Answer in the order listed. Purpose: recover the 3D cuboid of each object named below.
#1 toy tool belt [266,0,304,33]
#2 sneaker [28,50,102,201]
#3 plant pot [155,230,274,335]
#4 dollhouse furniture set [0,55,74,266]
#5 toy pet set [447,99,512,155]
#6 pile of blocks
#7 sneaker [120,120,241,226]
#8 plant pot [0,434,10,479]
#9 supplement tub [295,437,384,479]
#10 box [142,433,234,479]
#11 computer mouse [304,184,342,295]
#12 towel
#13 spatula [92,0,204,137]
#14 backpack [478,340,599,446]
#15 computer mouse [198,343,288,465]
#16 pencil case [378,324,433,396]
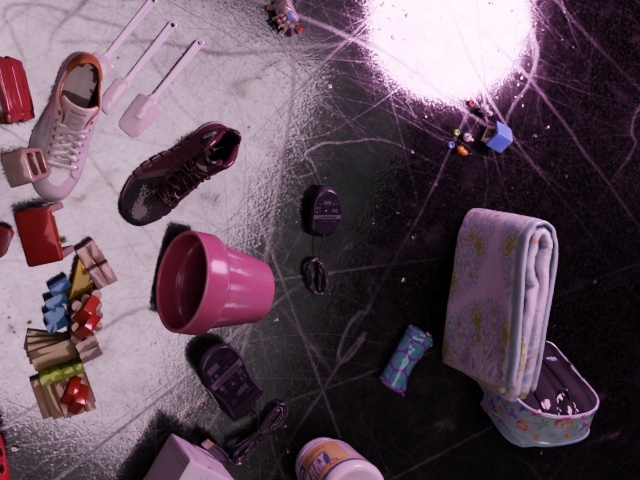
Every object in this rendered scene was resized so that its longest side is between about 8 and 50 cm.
[{"bbox_3d":[-0.073,-0.453,1.767,0.051,0.052,0.083,-23,103,15],"label":"toy tool belt"},{"bbox_3d":[-0.471,-0.207,1.594,0.106,0.123,0.290,11,99,-23],"label":"sneaker"},{"bbox_3d":[-0.200,0.091,1.712,0.180,0.201,0.201,10,93,-38],"label":"plant pot"},{"bbox_3d":[-0.590,-0.123,1.509,0.202,0.152,0.373,-12,99,0],"label":"dollhouse furniture set"},{"bbox_3d":[0.368,-0.241,1.950,0.114,0.065,0.122,26,87,-22],"label":"toy pet set"},{"bbox_3d":[-0.478,0.176,1.646,0.149,0.113,0.361,8,93,-22],"label":"pile of blocks"},{"bbox_3d":[-0.263,-0.133,1.664,0.281,0.162,0.106,-45,109,-11],"label":"sneaker"},{"bbox_3d":[-0.663,0.384,1.559,0.191,0.191,0.174,-3,94,-21],"label":"plant pot"},{"bbox_3d":[0.036,0.508,1.838,0.145,0.200,0.144,-2,97,-22],"label":"supplement tub"},{"bbox_3d":[-0.277,0.512,1.726,0.119,0.181,0.181,33,84,-22],"label":"box"},{"bbox_3d":[0.000,0.000,1.856,0.071,0.041,0.241,2,102,-23],"label":"computer mouse"},{"bbox_3d":[0.372,0.125,1.859,0.090,0.320,0.374,7,95,-20],"label":"towel"},{"bbox_3d":[-0.348,-0.340,1.686,0.168,0.019,0.242,40,82,-15],"label":"spatula"},{"bbox_3d":[0.496,0.361,1.975,0.225,0.253,0.191,-2,117,-22],"label":"backpack"},{"bbox_3d":[-0.200,0.343,1.802,0.184,0.060,0.262,-48,121,-19],"label":"computer mouse"},{"bbox_3d":[0.194,0.267,1.944,0.070,0.064,0.151,32,85,-5],"label":"pencil case"}]
